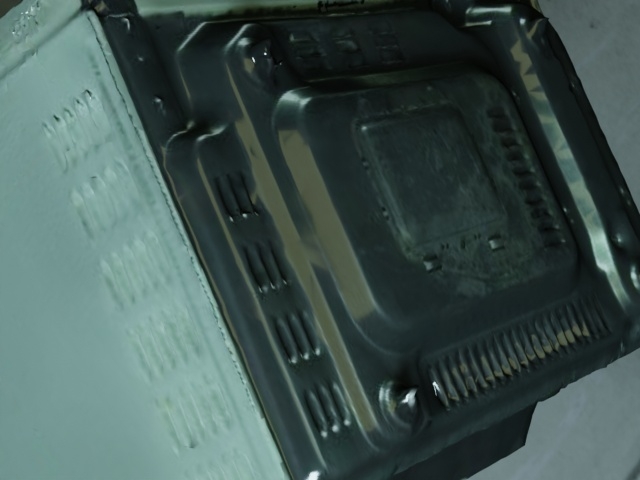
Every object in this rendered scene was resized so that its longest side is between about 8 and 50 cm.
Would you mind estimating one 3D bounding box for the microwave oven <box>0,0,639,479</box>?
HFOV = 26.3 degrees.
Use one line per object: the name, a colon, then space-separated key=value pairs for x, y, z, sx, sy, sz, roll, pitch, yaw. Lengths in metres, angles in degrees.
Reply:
microwave oven: x=0.000 y=0.000 z=0.598 sx=0.295 sy=0.181 sz=0.237 roll=-15 pitch=79 yaw=-51
